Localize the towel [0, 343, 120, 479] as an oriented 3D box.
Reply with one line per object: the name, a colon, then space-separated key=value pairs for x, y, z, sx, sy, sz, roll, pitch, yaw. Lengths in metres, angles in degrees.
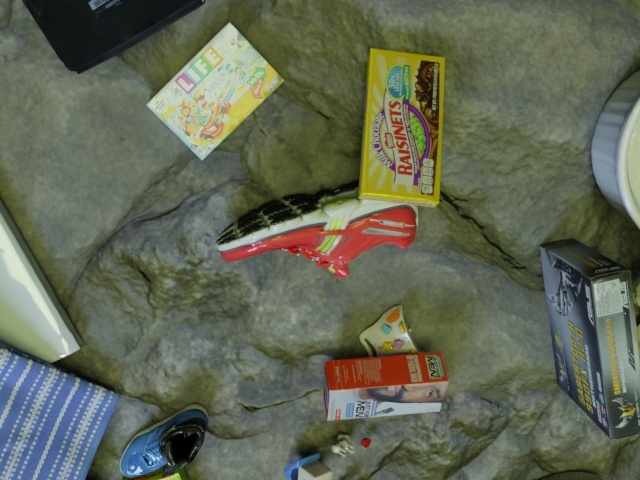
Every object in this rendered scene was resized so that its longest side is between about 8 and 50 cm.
towel: x=-0.439 y=0.247 z=1.043 sx=0.336 sy=0.040 sz=0.243 roll=32 pitch=65 yaw=-32

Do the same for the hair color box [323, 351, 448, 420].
hair color box: x=0.090 y=0.209 z=1.175 sx=0.167 sy=0.053 sz=0.093 roll=-5 pitch=141 yaw=-5

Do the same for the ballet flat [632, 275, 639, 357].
ballet flat: x=0.452 y=0.097 z=1.146 sx=0.086 sy=0.086 sz=0.248 roll=6 pitch=141 yaw=-7

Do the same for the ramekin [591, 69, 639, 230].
ramekin: x=0.509 y=-0.122 z=1.118 sx=0.277 sy=0.135 sz=0.277 roll=-1 pitch=103 yaw=-6

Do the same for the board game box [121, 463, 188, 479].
board game box: x=-0.221 y=0.425 z=1.221 sx=0.092 sy=0.043 sz=0.181 roll=-19 pitch=104 yaw=-1

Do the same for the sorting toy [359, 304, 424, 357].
sorting toy: x=0.099 y=0.148 z=1.195 sx=0.075 sy=0.045 sz=0.083 roll=-22 pitch=105 yaw=19

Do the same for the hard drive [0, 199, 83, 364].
hard drive: x=-0.486 y=0.055 z=1.109 sx=0.203 sy=0.040 sz=0.307 roll=-25 pitch=105 yaw=0

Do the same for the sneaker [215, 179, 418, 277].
sneaker: x=0.000 y=0.000 z=1.114 sx=0.279 sy=0.107 sz=0.118 roll=-12 pitch=109 yaw=-2

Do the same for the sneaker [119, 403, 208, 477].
sneaker: x=-0.225 y=0.298 z=1.169 sx=0.152 sy=0.084 sz=0.058 roll=-33 pitch=104 yaw=3

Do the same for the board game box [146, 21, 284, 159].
board game box: x=-0.138 y=-0.196 z=1.090 sx=0.154 sy=0.026 sz=0.103 roll=-44 pitch=103 yaw=5

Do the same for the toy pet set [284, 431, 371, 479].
toy pet set: x=0.009 y=0.349 z=1.230 sx=0.114 sy=0.065 sz=0.122 roll=-8 pitch=111 yaw=-40

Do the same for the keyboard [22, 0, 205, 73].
keyboard: x=-0.260 y=-0.315 z=0.935 sx=0.033 sy=0.317 sz=0.201 roll=-45 pitch=114 yaw=-37

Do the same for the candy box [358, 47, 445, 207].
candy box: x=0.108 y=-0.149 z=1.084 sx=0.105 sy=0.027 sz=0.205 roll=5 pitch=76 yaw=-5

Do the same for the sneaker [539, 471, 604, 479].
sneaker: x=0.348 y=0.446 z=1.277 sx=0.222 sy=0.083 sz=0.118 roll=-23 pitch=123 yaw=-7

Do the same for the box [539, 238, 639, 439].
box: x=0.374 y=0.129 z=1.140 sx=0.056 sy=0.183 sz=0.231 roll=-12 pitch=105 yaw=-4
